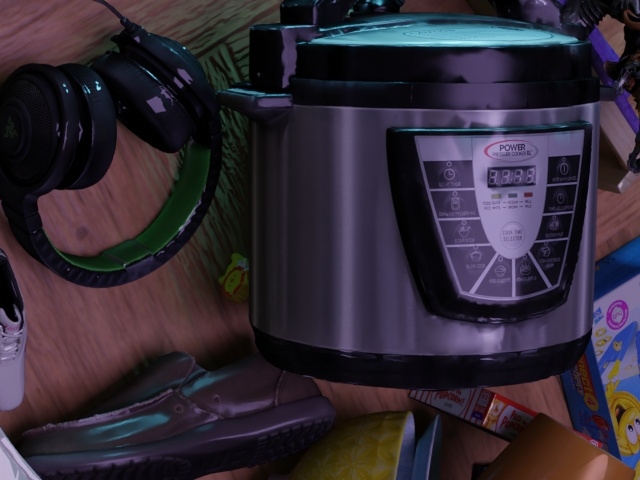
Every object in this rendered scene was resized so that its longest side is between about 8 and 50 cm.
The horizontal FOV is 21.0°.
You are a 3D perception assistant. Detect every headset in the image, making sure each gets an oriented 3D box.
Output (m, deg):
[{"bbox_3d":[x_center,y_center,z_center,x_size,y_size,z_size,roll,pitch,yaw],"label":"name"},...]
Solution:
[{"bbox_3d":[-0.233,-0.146,1.749,0.243,0.185,0.394,-27,129,-32],"label":"headset"}]

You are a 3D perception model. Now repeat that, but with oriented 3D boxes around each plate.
[{"bbox_3d":[0.123,0.299,2.054,0.024,0.188,0.188,5,99,8],"label":"plate"}]

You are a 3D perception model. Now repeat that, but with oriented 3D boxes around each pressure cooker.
[{"bbox_3d":[0.099,-0.080,1.770,0.370,0.375,0.420,-20,112,-69],"label":"pressure cooker"}]

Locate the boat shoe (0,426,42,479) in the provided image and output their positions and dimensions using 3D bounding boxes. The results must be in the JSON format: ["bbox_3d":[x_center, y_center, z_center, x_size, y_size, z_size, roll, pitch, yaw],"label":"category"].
[{"bbox_3d":[-0.336,0.257,1.731,0.116,0.099,0.319,-30,105,-17],"label":"boat shoe"}]

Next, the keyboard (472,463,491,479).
[{"bbox_3d":[0.210,0.371,2.192,0.108,0.023,0.180,0,99,-34],"label":"keyboard"}]

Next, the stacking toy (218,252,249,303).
[{"bbox_3d":[0.000,0.000,1.958,0.167,0.052,0.221,32,81,-34],"label":"stacking toy"}]

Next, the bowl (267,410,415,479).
[{"bbox_3d":[0.014,0.328,1.950,0.156,0.289,0.289,5,99,8],"label":"bowl"}]

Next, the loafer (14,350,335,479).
[{"bbox_3d":[-0.169,0.195,1.861,0.366,0.134,0.130,-9,63,-28],"label":"loafer"}]

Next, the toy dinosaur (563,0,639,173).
[{"bbox_3d":[0.393,-0.226,1.894,0.164,0.218,0.322,43,72,-32],"label":"toy dinosaur"}]

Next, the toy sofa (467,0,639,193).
[{"bbox_3d":[0.283,-0.242,2.039,0.177,0.150,0.362,-47,121,-15],"label":"toy sofa"}]

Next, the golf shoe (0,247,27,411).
[{"bbox_3d":[-0.329,0.091,1.736,0.067,0.086,0.186,-21,112,-31],"label":"golf shoe"}]

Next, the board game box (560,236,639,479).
[{"bbox_3d":[0.459,0.146,2.274,0.308,0.086,0.302,-29,114,-26],"label":"board game box"}]

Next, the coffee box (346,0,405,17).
[{"bbox_3d":[0.017,-0.231,1.929,0.113,0.040,0.184,33,81,-35],"label":"coffee box"}]

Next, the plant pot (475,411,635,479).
[{"bbox_3d":[0.254,0.306,1.961,0.205,0.205,0.188,32,88,-34],"label":"plant pot"}]

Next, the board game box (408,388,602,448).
[{"bbox_3d":[0.224,0.218,2.095,0.193,0.147,0.045,27,84,-35],"label":"board game box"}]
